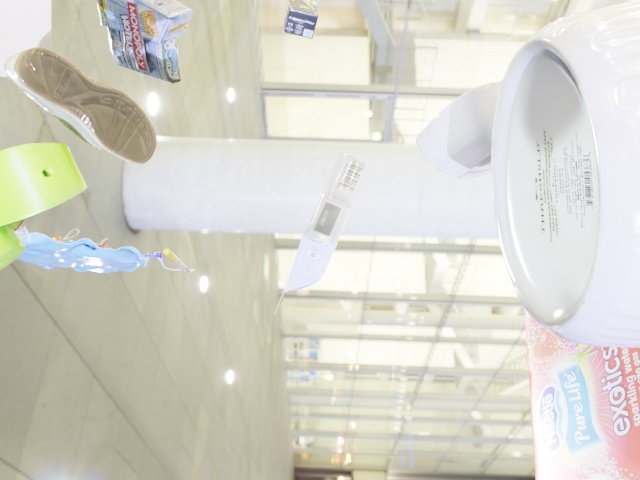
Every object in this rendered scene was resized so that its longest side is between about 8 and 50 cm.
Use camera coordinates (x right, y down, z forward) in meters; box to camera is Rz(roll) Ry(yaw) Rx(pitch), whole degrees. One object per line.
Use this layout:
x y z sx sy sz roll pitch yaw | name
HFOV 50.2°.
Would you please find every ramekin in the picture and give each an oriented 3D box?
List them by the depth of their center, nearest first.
0.174 -0.036 0.391 0.207 0.109 0.207 176 -90 -87 | ramekin

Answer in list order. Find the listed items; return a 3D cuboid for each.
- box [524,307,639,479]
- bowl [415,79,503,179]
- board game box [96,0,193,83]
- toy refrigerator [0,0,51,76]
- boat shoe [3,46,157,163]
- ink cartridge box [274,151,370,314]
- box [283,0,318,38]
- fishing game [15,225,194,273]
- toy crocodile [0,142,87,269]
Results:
0.254 0.150 0.539 0.122 0.128 0.257 -46 -155 44 | box
0.174 -0.101 0.626 0.142 0.141 0.053 136 -61 -69 | bowl
-0.320 -0.388 1.261 0.060 0.194 0.194 -38 141 -42 | board game box
-0.414 -0.360 0.905 0.094 0.102 0.270 -120 -145 -42 | toy refrigerator
-0.222 -0.124 0.644 0.153 0.048 0.056 32 75 -42 | boat shoe
0.000 0.000 1.087 0.232 0.066 0.189 106 6 -52 | ink cartridge box
-0.039 -0.451 1.375 0.083 0.062 0.052 -93 -162 -50 | box
-0.290 0.008 0.788 0.189 0.264 0.041 78 14 -77 | fishing game
-0.361 0.013 0.642 0.115 0.340 0.105 54 24 -1 | toy crocodile
